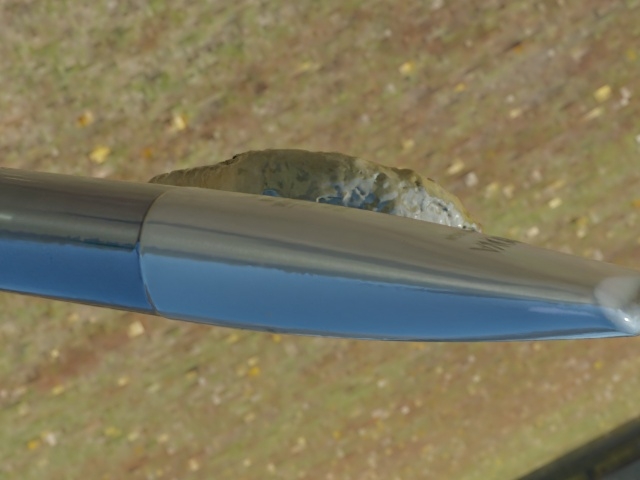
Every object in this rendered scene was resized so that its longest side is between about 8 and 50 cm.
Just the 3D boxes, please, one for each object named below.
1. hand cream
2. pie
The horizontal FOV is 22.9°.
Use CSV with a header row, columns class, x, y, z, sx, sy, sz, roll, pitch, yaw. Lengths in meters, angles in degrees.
class,x,y,z,sx,sy,sz,roll,pitch,yaw
hand cream,-0.015,0.007,0.528,0.255,0.048,0.079,5,-169,19
pie,0.000,0.000,0.844,0.195,0.046,0.195,11,163,3
